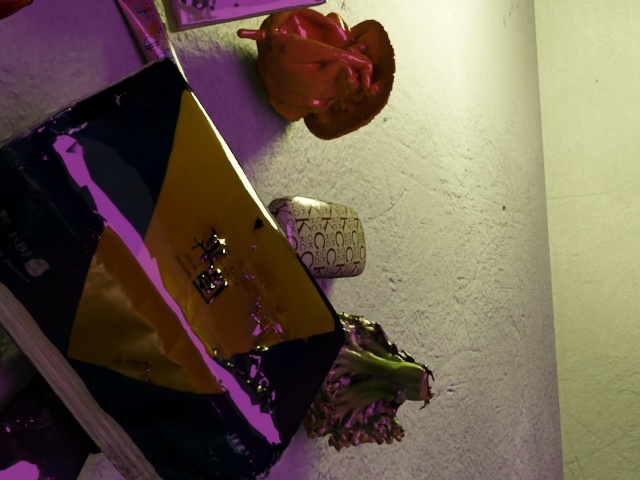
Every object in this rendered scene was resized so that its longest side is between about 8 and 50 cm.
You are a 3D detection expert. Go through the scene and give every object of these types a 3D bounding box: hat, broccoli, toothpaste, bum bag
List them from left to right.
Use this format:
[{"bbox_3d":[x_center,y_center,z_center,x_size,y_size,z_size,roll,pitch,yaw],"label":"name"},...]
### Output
[{"bbox_3d":[-0.311,0.232,0.894,0.137,0.074,0.310,53,36,-23],"label":"bum bag"},{"bbox_3d":[-0.231,-0.270,1.142,0.067,0.043,0.194,-43,116,-49],"label":"toothpaste"},{"bbox_3d":[-0.039,-0.301,1.327,0.233,0.233,0.244,16,29,-36],"label":"hat"},{"bbox_3d":[0.048,0.250,1.350,0.180,0.273,0.242,-15,99,-25],"label":"broccoli"}]

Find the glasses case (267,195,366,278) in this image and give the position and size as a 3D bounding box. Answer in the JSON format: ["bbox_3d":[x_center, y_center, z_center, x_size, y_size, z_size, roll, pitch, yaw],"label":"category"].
[{"bbox_3d":[0.000,0.000,1.405,0.354,0.085,0.137,7,77,-66],"label":"glasses case"}]

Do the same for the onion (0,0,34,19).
[{"bbox_3d":[-0.369,-0.333,0.726,0.276,0.276,0.276,14,73,-57],"label":"onion"}]

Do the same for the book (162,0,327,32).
[{"bbox_3d":[-0.146,-0.517,1.184,0.260,0.043,0.371,-19,101,-23],"label":"book"}]

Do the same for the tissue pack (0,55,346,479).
[{"bbox_3d":[-0.187,0.048,0.885,0.417,0.253,0.264,59,35,-14],"label":"tissue pack"}]
